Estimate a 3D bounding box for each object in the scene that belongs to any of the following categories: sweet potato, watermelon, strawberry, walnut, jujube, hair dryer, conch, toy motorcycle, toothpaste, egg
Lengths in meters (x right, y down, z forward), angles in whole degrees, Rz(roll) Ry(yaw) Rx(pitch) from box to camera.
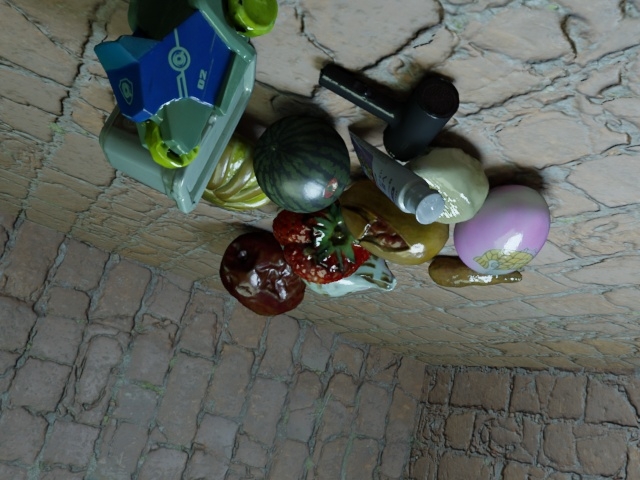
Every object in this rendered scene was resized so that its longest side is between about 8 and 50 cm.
[{"bbox_3d":[0.458,0.102,1.927,0.292,0.097,0.097,3,159,30],"label":"sweet potato"},{"bbox_3d":[-0.040,-0.164,1.347,0.212,0.212,0.212,13,162,4],"label":"watermelon"},{"bbox_3d":[0.000,0.000,1.762,0.238,0.250,0.288,-16,173,-25],"label":"strawberry"},{"bbox_3d":[0.170,-0.052,1.544,0.298,0.203,0.203,26,167,23],"label":"walnut"},{"bbox_3d":[-0.191,0.124,2.245,0.276,0.276,0.377,4,158,30],"label":"jujube"},{"bbox_3d":[0.110,-0.253,1.172,0.251,0.089,0.197,24,161,-7],"label":"hair dryer"},{"bbox_3d":[0.050,0.071,1.961,0.368,0.197,0.249,-5,170,12],"label":"conch"},{"bbox_3d":[-0.216,-0.283,0.936,0.191,0.326,0.200,-1,154,38],"label":"toy motorcycle"},{"bbox_3d":[0.139,-0.130,1.289,0.299,0.073,0.114,47,169,49],"label":"toothpaste"},{"bbox_3d":[0.406,-0.028,1.426,0.196,0.196,0.271,12,151,7],"label":"egg"}]

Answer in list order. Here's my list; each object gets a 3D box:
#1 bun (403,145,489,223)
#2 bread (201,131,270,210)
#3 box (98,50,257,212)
[{"bbox_3d":[0.258,-0.132,1.341,0.193,0.128,0.178,40,153,-30],"label":"bun"},{"bbox_3d":[-0.261,-0.178,1.487,0.333,0.160,0.333,23,170,4],"label":"bread"},{"bbox_3d":[-0.262,-0.233,1.175,0.182,0.312,0.175,23,161,0],"label":"box"}]
